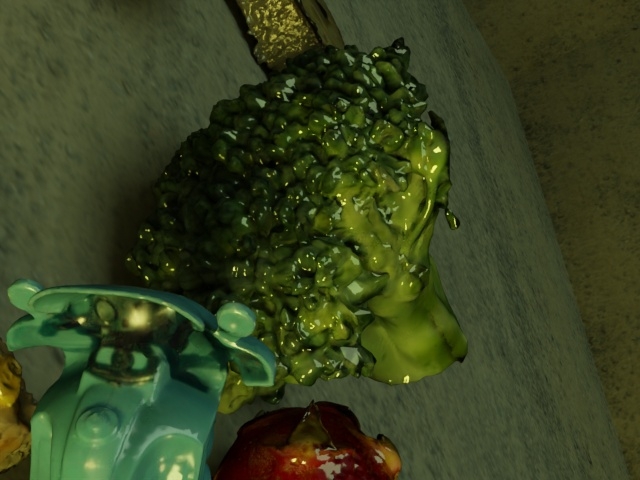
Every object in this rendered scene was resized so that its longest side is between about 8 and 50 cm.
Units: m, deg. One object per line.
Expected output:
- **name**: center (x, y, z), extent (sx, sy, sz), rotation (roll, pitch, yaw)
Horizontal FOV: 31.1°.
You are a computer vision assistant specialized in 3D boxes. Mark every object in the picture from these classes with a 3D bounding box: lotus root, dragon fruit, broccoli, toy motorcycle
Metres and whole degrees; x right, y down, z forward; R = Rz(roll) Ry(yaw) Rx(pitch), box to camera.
- **lotus root**: center (-0.043, -0.261, 1.250), extent (0.260, 0.074, 0.170), rotation (62, 18, -5)
- **dragon fruit**: center (-0.009, 0.200, 0.688), extent (0.125, 0.125, 0.246), rotation (52, 29, -43)
- **broccoli**: center (0.000, 0.000, 0.810), extent (0.288, 0.248, 0.245), rotation (-43, 123, -25)
- **toy motorcycle**: center (-0.093, 0.120, 0.478), extent (0.272, 0.123, 0.182), rotation (-74, 167, -49)

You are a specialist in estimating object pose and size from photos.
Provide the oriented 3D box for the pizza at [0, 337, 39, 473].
- **pizza**: center (-0.175, 0.063, 0.507), extent (0.195, 0.052, 0.185), rotation (40, 34, -55)
